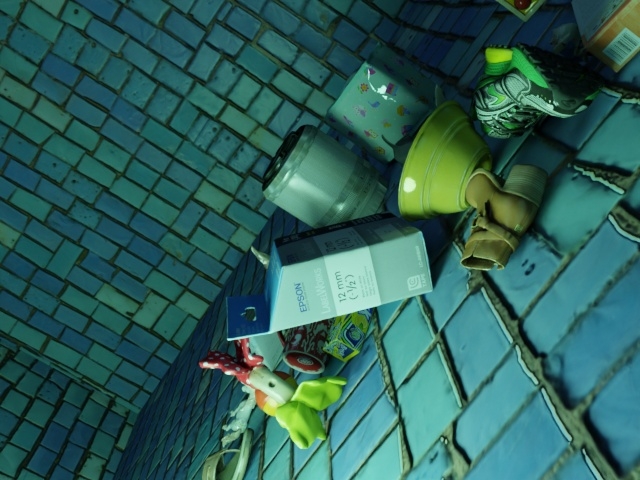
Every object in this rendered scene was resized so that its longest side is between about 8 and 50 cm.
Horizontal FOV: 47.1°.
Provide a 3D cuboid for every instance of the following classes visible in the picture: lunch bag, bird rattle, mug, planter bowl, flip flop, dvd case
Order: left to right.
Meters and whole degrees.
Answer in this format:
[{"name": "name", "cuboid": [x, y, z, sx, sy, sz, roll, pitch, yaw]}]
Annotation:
[{"name": "flip flop", "cuboid": [-0.227, 0.511, 1.598, 0.277, 0.080, 0.112, -52, 12, 27]}, {"name": "bird rattle", "cuboid": [-0.090, 0.268, 1.303, 0.207, 0.253, 0.143, 89, -153, -65]}, {"name": "dvd case", "cuboid": [-0.114, 0.190, 1.776, 0.180, 0.022, 0.253, -63, -24, -27]}, {"name": "mug", "cuboid": [-0.021, 0.185, 1.523, 0.150, 0.113, 0.169, -29, 33, 46]}, {"name": "lunch bag", "cuboid": [0.152, -0.338, 1.899, 0.262, 0.223, 0.160, -49, 8, 45]}, {"name": "planter bowl", "cuboid": [0.225, -0.116, 1.223, 0.217, 0.090, 0.217, -40, -36, -39]}]

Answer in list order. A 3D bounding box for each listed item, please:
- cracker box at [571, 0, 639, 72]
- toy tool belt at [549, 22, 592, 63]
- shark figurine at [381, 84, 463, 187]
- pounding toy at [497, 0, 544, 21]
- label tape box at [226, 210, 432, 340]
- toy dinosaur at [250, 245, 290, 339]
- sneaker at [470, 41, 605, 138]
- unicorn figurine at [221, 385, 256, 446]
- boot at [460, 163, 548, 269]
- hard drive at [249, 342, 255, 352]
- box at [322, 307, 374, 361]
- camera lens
[{"name": "cracker box", "cuboid": [0.452, -0.364, 1.072, 0.156, 0.067, 0.232, -49, 15, 36]}, {"name": "toy tool belt", "cuboid": [0.390, -0.293, 1.130, 0.052, 0.083, 0.051, -12, 60, 60]}, {"name": "shark figurine", "cuboid": [0.204, -0.231, 1.680, 0.166, 0.116, 0.278, -63, 10, -20]}, {"name": "pounding toy", "cuboid": [0.409, -0.541, 1.546, 0.130, 0.141, 0.100, -49, 14, 38]}, {"name": "label tape box", "cuboid": [-0.006, 0.052, 1.293, 0.249, 0.347, 0.115, -123, 21, -77]}, {"name": "toy dinosaur", "cuboid": [-0.069, 0.122, 1.654, 0.127, 0.295, 0.200, 23, 81, 34]}, {"name": "sneaker", "cuboid": [0.326, -0.219, 1.145, 0.343, 0.134, 0.146, -97, 25, -77]}, {"name": "unicorn figurine", "cuboid": [-0.192, 0.417, 1.789, 0.111, 0.060, 0.162, -46, 33, 45]}, {"name": "boot", "cuboid": [0.241, -0.028, 1.072, 0.152, 0.073, 0.197, -64, 9, -10]}, {"name": "hard drive", "cuboid": [-0.132, 0.206, 2.104, 0.233, 0.047, 0.353, -62, 11, -22]}, {"name": "box", "cuboid": [0.063, 0.144, 1.409, 0.059, 0.054, 0.169, -45, 17, 49]}, {"name": "camera lens", "cuboid": [0.005, -0.145, 1.872, 0.219, 0.274, 0.219, -54, 12, 17]}]
